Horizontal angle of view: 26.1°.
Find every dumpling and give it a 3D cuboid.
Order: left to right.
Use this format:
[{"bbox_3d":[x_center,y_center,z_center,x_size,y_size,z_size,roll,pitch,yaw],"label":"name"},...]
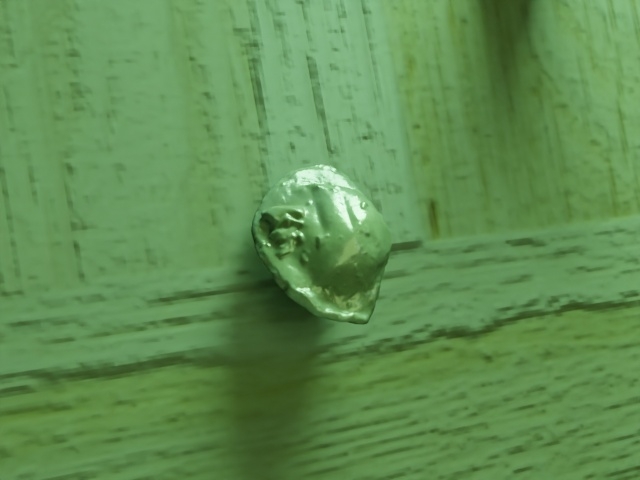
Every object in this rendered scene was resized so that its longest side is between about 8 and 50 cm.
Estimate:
[{"bbox_3d":[0.001,-0.001,0.650,0.057,0.052,0.076,13,84,-39],"label":"dumpling"}]
